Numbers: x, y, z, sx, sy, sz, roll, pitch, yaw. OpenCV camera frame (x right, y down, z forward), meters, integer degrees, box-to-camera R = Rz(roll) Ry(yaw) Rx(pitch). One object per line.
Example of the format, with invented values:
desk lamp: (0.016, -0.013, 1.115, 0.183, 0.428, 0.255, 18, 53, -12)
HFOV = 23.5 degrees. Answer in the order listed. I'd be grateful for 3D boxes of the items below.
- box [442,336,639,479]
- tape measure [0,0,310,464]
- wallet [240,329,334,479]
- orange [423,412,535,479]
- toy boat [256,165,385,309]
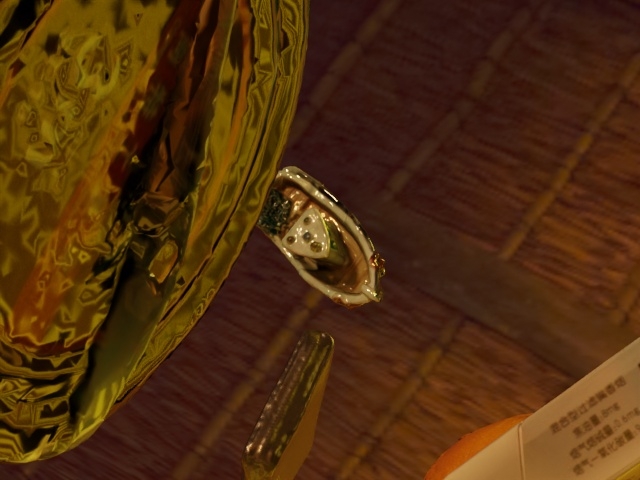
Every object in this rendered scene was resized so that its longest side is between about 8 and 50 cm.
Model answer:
box: (0.211, 0.110, 0.989, 0.155, 0.243, 0.067, 6, -131, -59)
tape measure: (-0.082, -0.035, 0.371, 0.107, 0.181, 0.182, 22, -102, 22)
wallet: (-0.038, 0.188, 1.391, 0.044, 0.250, 0.149, 25, -119, 6)
orange: (0.195, 0.274, 1.374, 0.240, 0.240, 0.240, 1, -94, -21)
toy boat: (0.000, 0.000, 0.652, 0.038, 0.038, 0.083, -33, -122, -20)
